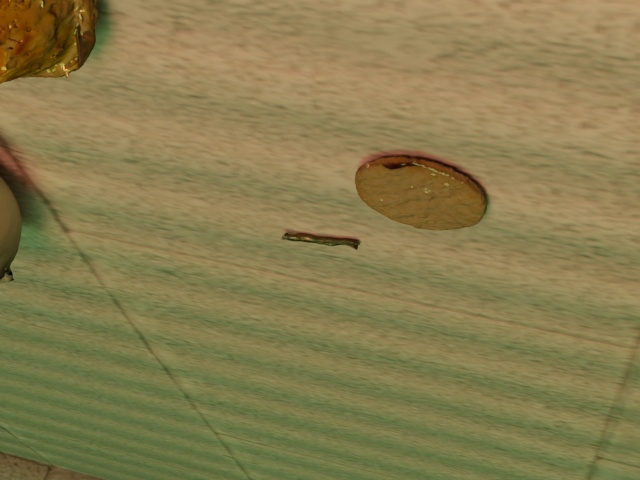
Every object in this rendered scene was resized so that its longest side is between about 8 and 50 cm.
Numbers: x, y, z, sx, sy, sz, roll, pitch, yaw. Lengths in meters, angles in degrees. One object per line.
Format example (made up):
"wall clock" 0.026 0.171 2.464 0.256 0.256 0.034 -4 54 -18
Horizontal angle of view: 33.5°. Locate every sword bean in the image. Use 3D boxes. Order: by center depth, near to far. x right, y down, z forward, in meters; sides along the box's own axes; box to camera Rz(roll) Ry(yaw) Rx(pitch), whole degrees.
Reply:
"sword bean" 0.000 0.000 1.070 0.083 0.012 0.012 6 153 23

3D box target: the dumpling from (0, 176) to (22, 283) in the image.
"dumpling" -0.433 -0.036 1.137 0.227 0.175 0.243 43 143 16

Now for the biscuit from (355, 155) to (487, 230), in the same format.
"biscuit" 0.086 -0.039 0.923 0.120 0.015 0.120 14 156 7

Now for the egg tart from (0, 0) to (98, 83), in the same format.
"egg tart" -0.267 -0.180 0.785 0.212 0.090 0.212 12 152 7
